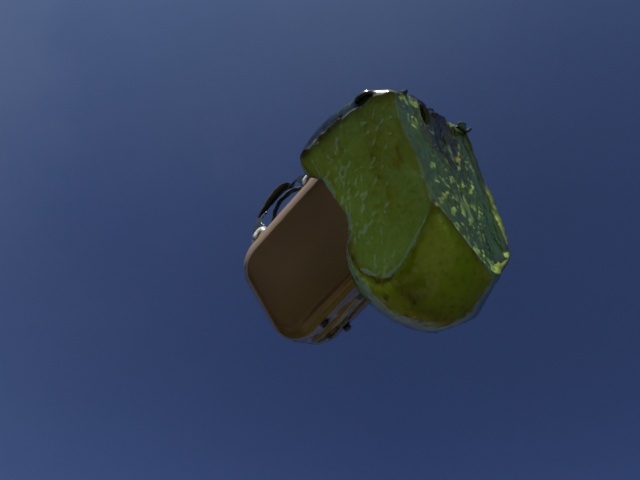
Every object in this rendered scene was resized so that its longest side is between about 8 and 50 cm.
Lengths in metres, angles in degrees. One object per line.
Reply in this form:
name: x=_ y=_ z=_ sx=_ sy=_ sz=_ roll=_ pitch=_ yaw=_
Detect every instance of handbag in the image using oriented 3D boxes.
handbag: x=0.000 y=0.000 z=0.820 sx=0.302 sy=0.149 sz=0.283 roll=-49 pitch=-118 yaw=10

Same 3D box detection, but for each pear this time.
pear: x=0.118 y=-0.022 z=0.555 sx=0.164 sy=0.238 sz=0.255 roll=-30 pitch=-108 yaw=33
